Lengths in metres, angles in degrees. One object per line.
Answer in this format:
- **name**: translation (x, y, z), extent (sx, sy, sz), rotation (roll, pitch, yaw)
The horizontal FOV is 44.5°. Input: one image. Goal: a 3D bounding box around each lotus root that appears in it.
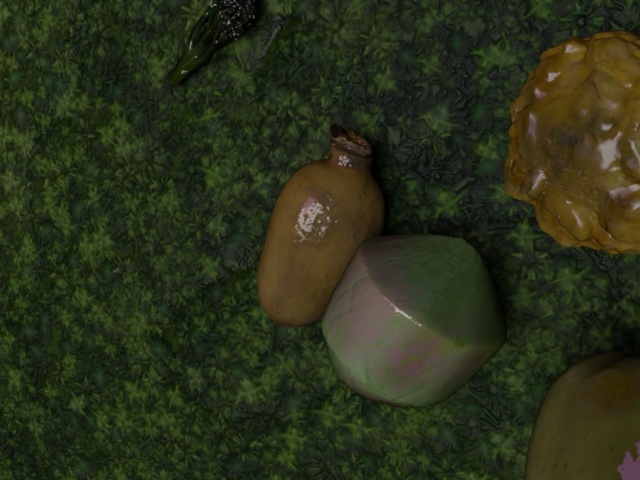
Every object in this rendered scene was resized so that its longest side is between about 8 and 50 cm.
- **lotus root**: translation (-0.002, 0.001, 1.048), extent (0.131, 0.146, 0.303), rotation (54, 129, 50)

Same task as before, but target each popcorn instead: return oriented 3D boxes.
- **popcorn**: translation (0.309, -0.094, 0.832), extent (0.250, 0.190, 0.250), rotation (-1, 89, 54)

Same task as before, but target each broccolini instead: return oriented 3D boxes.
- **broccolini**: translation (-0.154, -0.297, 1.134), extent (0.202, 0.068, 0.091), rotation (-39, 68, 43)

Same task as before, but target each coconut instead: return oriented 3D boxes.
- **coconut**: translation (0.117, 0.091, 0.965), extent (0.236, 0.204, 0.236), rotation (6, 110, 17)

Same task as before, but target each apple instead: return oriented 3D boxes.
- **apple**: translation (0.387, 0.272, 0.790), extent (0.357, 0.357, 0.357), rotation (6, 102, 27)
